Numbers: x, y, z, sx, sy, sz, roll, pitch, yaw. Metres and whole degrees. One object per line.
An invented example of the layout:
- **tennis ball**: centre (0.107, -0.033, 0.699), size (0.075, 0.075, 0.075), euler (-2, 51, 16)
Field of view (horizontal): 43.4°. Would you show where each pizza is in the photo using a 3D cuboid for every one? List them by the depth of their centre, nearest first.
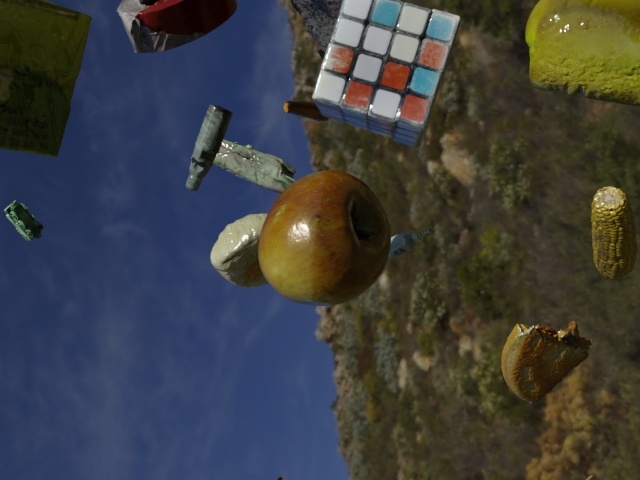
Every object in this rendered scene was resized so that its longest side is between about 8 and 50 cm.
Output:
- **pizza**: centre (0.548, 0.274, 1.959), size (0.081, 0.229, 0.289), euler (-103, -7, -50)

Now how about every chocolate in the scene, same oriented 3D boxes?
- **chocolate**: centre (-0.606, -0.321, 1.490), size (0.301, 0.137, 0.288), euler (4, -75, -57)

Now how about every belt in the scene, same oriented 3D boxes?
- **belt**: centre (-0.360, -0.579, 2.006), size (0.324, 0.227, 0.115), euler (-40, -47, -28)

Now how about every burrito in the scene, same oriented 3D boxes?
- **burrito**: centre (-0.196, -0.210, 2.233), size (0.066, 0.309, 0.096), euler (-35, -35, -59)

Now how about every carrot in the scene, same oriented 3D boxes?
- **carrot**: centre (-0.038, -0.387, 2.382), size (0.161, 0.055, 0.055), euler (5, -77, -40)

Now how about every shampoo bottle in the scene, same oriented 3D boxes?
- **shampoo bottle**: centre (0.211, 0.010, 2.157), size (0.056, 0.195, 0.056), euler (37, -141, -38)

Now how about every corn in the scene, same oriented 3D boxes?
- **corn**: centre (0.675, -0.005, 1.845), size (0.101, 0.101, 0.310), euler (-61, -30, -24)

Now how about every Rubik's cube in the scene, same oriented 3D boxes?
- **Rubik's cube**: centre (0.144, -0.374, 1.773), size (0.259, 0.253, 0.256), euler (0, -73, -87)

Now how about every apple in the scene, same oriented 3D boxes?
- **apple**: centre (0.000, 0.000, 1.392), size (0.237, 0.207, 0.237), euler (19, -118, -42)

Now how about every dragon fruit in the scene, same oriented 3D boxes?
- **dragon fruit**: centre (0.053, -0.638, 1.982), size (0.283, 0.204, 0.221), euler (56, -133, -46)

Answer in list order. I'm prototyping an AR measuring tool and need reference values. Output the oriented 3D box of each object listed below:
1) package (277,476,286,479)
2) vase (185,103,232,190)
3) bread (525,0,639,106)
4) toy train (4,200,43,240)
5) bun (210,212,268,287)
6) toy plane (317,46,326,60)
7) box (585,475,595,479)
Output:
- **package**: centre (-0.073, 0.471, 1.378), size (0.120, 0.031, 0.108), euler (76, -149, -60)
- **vase**: centre (-0.270, -0.215, 1.905), size (0.060, 0.060, 0.211), euler (1, -68, -66)
- **bread**: centre (0.484, -0.275, 1.159), size (0.112, 0.384, 0.166), euler (9, -85, -69)
- **toy train**: centre (-0.559, -0.037, 1.515), size (0.033, 0.053, 0.083), euler (-50, -59, -31)
- **bun**: centre (-0.181, 0.011, 2.211), size (0.244, 0.153, 0.244), euler (-18, -36, -13)
- **toy plane**: centre (0.056, -0.456, 2.241), size (0.234, 0.160, 0.082), euler (31, -147, -58)
- **box**: centre (0.612, 0.570, 1.791), size (0.046, 0.012, 0.083), euler (-6, -107, -55)
